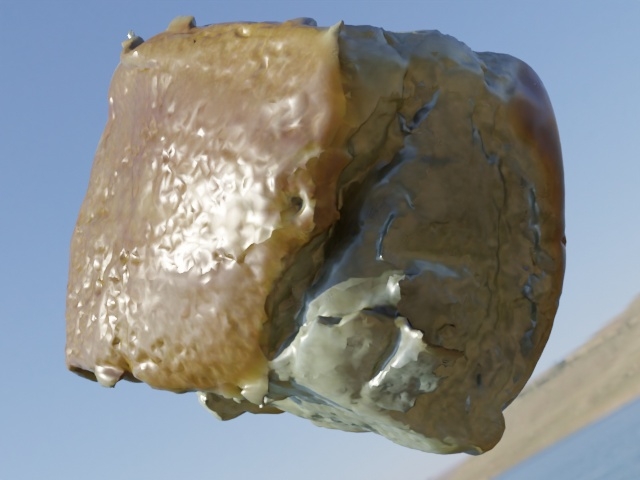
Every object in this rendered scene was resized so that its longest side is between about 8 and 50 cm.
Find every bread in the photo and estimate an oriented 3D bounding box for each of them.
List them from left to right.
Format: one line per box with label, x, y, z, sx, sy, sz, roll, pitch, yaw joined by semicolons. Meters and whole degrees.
bread;0.000;0.000;0.744;0.224;0.250;0.279;13;-5;-39
